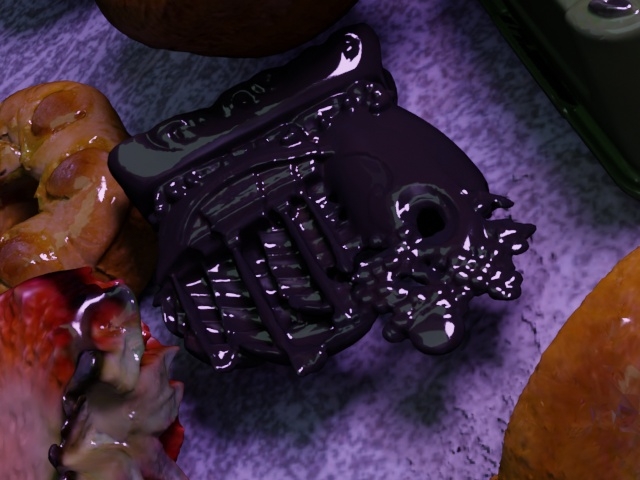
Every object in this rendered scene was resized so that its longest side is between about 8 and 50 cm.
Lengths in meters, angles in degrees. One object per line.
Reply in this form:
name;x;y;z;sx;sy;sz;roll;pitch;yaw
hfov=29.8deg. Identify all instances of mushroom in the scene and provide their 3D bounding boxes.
mushroom;-0.058;-0.252;0.847;0.263;0.195;0.283;-49;57;7

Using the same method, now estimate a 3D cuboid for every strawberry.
strawberry;-0.203;0.152;0.845;0.306;0.138;0.233;-21;64;44

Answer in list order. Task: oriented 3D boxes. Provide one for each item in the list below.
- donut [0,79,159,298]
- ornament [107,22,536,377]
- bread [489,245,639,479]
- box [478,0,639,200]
donut;-0.229;-0.014;0.964;0.227;0.114;0.226;-15;56;23
ornament;0.000;0.000;0.806;0.251;0.106;0.260;-27;54;3
bread;0.175;0.095;0.606;0.143;0.139;0.229;32;97;42
box;0.213;-0.217;0.767;0.253;0.178;0.328;-37;49;11
